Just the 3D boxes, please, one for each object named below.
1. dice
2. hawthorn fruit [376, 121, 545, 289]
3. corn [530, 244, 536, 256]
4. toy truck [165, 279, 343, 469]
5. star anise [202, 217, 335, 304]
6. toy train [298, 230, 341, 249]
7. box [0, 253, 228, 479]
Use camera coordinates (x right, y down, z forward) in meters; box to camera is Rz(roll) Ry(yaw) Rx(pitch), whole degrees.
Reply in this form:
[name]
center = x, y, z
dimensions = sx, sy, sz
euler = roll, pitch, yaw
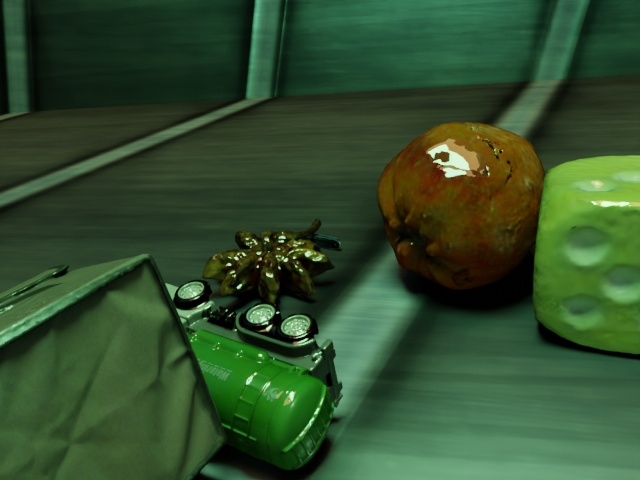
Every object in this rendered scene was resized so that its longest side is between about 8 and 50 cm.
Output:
[dice]
center = 0.324, 0.009, 0.682
dimensions = 0.169, 0.169, 0.166
euler = 4, 24, 24
[hawthorn fruit]
center = 0.204, -0.059, 0.831
dimensions = 0.211, 0.211, 0.299
euler = 14, 29, 40
[corn]
center = 0.329, -0.021, 0.901
dimensions = 0.085, 0.063, 0.165
euler = -25, 15, 19
[toy truck]
center = -0.089, 0.125, 0.605
dimensions = 0.242, 0.101, 0.125
euler = 13, 41, 33
[star anise]
center = -0.074, 0.018, 0.890
dimensions = 0.177, 0.073, 0.234
euler = -4, 19, -5
[toy train]
center = 0.000, 0.000, 0.987
dimensions = 0.083, 0.017, 0.017
euler = 11, 20, 35
[box]
center = -0.216, 0.141, 0.455
dimensions = 0.153, 0.188, 0.252
euler = -11, 13, 33
